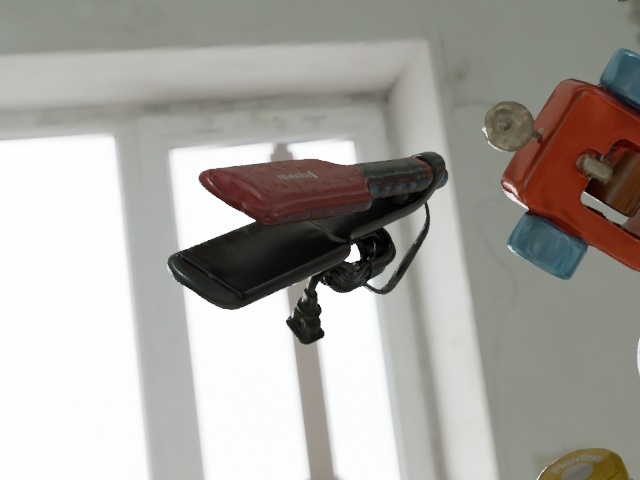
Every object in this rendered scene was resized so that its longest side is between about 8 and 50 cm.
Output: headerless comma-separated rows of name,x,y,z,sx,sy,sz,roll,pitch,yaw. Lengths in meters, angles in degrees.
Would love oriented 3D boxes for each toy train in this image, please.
toy train,0.069,0.039,0.383,0.125,0.166,0.046,24,8,-16

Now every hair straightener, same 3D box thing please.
hair straightener,0.000,0.000,0.669,0.047,0.089,0.230,30,20,17
